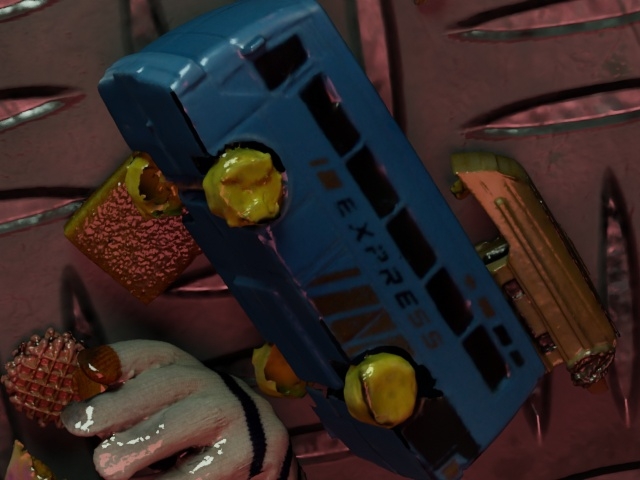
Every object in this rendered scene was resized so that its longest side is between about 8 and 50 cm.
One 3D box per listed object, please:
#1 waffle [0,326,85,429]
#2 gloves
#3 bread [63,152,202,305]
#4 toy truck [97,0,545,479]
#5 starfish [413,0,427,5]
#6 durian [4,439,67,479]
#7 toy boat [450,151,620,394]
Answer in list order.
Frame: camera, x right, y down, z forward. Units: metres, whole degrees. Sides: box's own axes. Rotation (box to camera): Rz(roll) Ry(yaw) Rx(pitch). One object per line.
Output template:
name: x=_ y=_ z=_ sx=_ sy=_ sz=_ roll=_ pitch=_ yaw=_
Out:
waffle: x=-0.210 y=0.112 z=1.348 sx=0.075 sy=0.029 sz=0.083 roll=-31 pitch=116 yaw=6
gloves: x=-0.102 y=0.144 z=1.305 sx=0.131 sy=0.140 sz=0.219 roll=-31 pitch=129 yaw=2
bread: x=-0.133 y=-0.013 z=1.299 sx=0.090 sy=0.035 sz=0.094 roll=41 pitch=104 yaw=-19
toy truck: x=0.000 y=0.000 z=1.244 sx=0.162 sy=0.161 sz=0.385 roll=-43 pitch=113 yaw=-21
starfish: x=0.077 y=-0.266 z=1.207 sx=0.223 sy=0.050 sz=0.217 roll=10 pitch=118 yaw=3
durian: x=-0.215 y=0.313 z=1.350 sx=0.191 sy=0.112 sz=0.341 roll=22 pitch=113 yaw=-9
toy boat: x=0.160 y=0.028 z=1.328 sx=0.088 sy=0.068 sz=0.226 roll=-29 pitch=113 yaw=13
